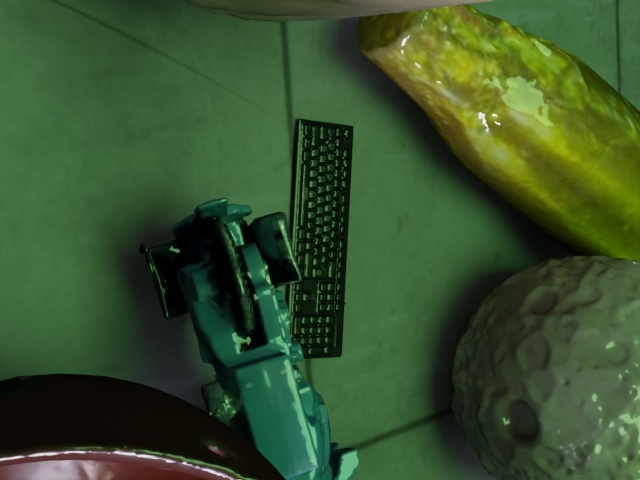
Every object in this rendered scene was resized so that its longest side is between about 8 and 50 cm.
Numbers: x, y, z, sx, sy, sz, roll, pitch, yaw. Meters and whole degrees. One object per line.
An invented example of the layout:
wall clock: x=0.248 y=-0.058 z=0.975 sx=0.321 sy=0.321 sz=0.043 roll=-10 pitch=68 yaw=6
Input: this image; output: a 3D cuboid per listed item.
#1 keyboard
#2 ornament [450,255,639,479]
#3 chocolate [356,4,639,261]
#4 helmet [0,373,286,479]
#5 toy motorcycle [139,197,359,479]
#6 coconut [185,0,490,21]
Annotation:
keyboard: x=0.000 y=0.000 z=0.850 sx=0.064 sy=0.010 sz=0.198 roll=2 pitch=91 yaw=-41
ornament: x=0.260 y=0.140 z=0.954 sx=0.259 sy=0.225 sz=0.259 roll=-3 pitch=94 yaw=-42
chocolate: x=0.214 y=-0.102 z=0.940 sx=0.445 sy=0.162 sz=0.162 roll=30 pitch=72 yaw=-39
helmet: x=-0.149 y=0.224 z=0.573 sx=0.338 sy=0.230 sz=0.384 roll=-2 pitch=114 yaw=-14
toy motorcycle: x=-0.044 y=0.105 z=0.718 sx=0.124 sy=0.182 sz=0.272 roll=-15 pitch=93 yaw=-11
coconut: x=0.038 y=-0.309 z=0.594 sx=0.415 sy=0.415 sz=0.344 roll=-28 pitch=110 yaw=-38
